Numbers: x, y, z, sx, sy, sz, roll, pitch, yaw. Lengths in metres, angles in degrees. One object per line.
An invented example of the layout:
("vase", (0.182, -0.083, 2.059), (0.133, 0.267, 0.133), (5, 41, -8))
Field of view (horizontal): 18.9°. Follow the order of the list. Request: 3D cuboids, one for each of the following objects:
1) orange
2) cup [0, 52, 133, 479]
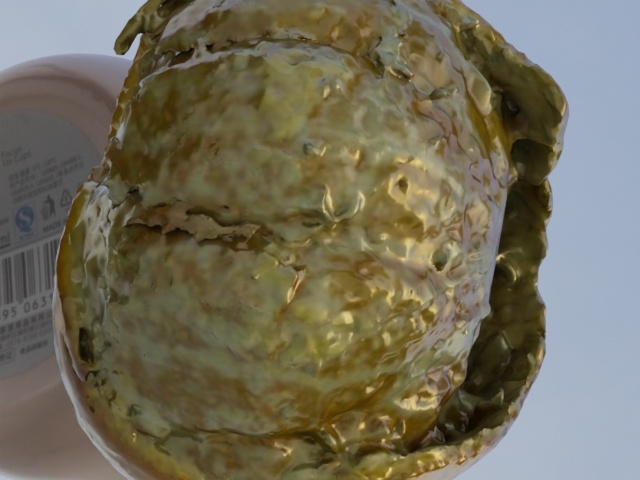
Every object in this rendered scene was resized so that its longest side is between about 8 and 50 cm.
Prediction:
("orange", (0.000, 0.000, 0.506), (0.134, 0.156, 0.156), (8, -40, -5))
("cup", (-0.093, 0.018, 0.845), (0.253, 0.191, 0.200), (15, -5, 36))
